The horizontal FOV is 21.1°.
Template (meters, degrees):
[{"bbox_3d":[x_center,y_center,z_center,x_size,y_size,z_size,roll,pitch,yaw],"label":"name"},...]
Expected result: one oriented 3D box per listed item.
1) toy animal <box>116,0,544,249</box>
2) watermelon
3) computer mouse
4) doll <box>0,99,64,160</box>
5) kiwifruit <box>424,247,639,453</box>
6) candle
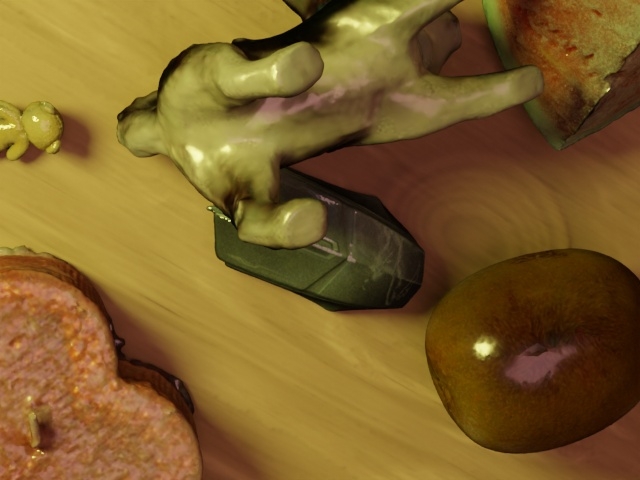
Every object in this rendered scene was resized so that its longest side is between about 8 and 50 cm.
[{"bbox_3d":[-0.010,-0.152,1.604,0.344,0.303,0.194,-28,112,-29],"label":"toy animal"},{"bbox_3d":[0.313,-0.271,1.632,0.250,0.293,0.283,-43,107,-31],"label":"watermelon"},{"bbox_3d":[0.000,0.003,1.703,0.231,0.071,0.126,24,96,-14],"label":"computer mouse"},{"bbox_3d":[-0.291,-0.105,1.636,0.093,0.051,0.061,-17,110,-6],"label":"doll"},{"bbox_3d":[0.225,0.106,1.708,0.234,0.196,0.196,-23,105,-3],"label":"kiwifruit"},{"bbox_3d":[-0.283,0.184,1.658,0.287,0.131,0.317,-33,104,0],"label":"candle"}]
